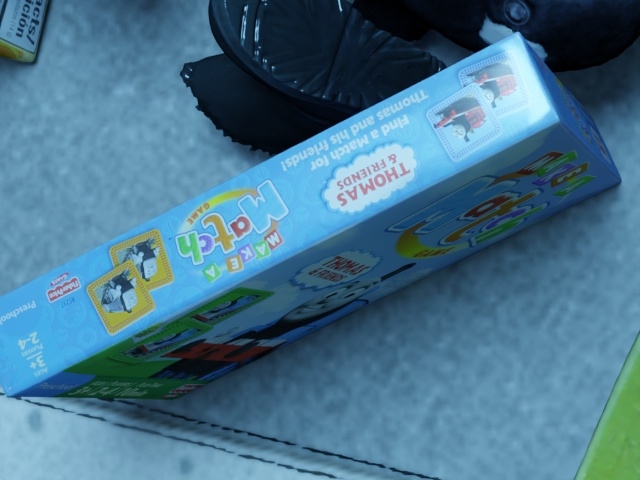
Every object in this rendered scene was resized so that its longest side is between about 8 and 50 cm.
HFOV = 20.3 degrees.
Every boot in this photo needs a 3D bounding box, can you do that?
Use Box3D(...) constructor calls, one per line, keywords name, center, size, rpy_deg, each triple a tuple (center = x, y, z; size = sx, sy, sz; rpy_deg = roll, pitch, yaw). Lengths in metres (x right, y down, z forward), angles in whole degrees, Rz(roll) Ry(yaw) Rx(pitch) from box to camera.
Box3D(name="boot", center=(-0.018, -0.067, 0.693), size=(0.099, 0.121, 0.045), rpy_deg=(-2, 70, 51))

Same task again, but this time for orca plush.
Box3D(name="orca plush", center=(0.004, -0.118, 0.713), size=(0.287, 0.151, 0.102), rpy_deg=(22, 123, 20))

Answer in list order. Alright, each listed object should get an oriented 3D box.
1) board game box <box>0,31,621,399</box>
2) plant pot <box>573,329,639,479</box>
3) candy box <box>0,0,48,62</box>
Box3D(name="board game box", center=(0.000, 0.000, 0.666), size=(0.211, 0.160, 0.039), rpy_deg=(-27, 78, 13))
Box3D(name="plant pot", center=(0.191, 0.155, 0.553), size=(0.254, 0.276, 0.276), rpy_deg=(22, 90, 7))
Box3D(name="candy box", center=(-0.247, -0.153, 0.679), size=(0.183, 0.316, 0.088), rpy_deg=(13, 89, 18))
